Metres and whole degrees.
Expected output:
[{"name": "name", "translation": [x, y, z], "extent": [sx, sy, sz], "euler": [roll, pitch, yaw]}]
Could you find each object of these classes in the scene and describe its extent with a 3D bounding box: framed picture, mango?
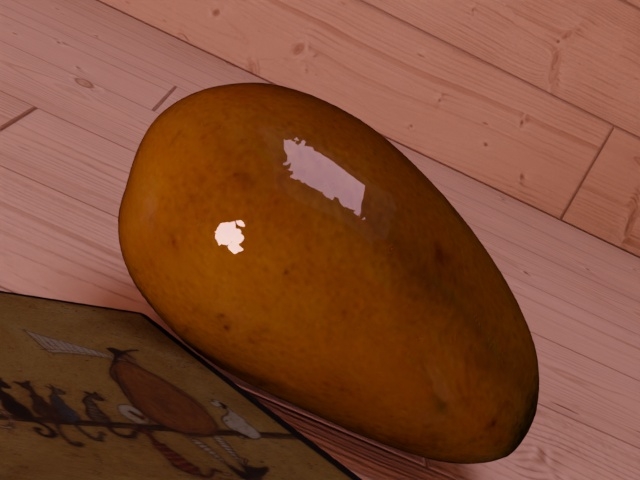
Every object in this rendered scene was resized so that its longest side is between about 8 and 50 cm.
[{"name": "framed picture", "translation": [-0.146, 0.082, 0.558], "extent": [0.255, 0.014, 0.338], "euler": [14, 6, -37]}, {"name": "mango", "translation": [0.015, 0.030, 0.770], "extent": [0.378, 0.221, 0.264], "euler": [38, 12, 3]}]
